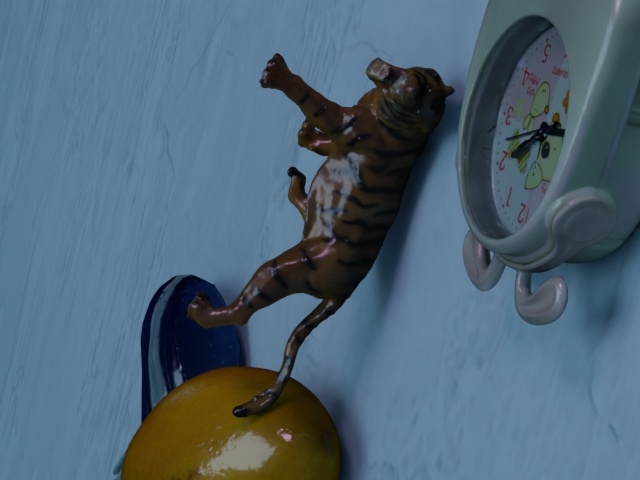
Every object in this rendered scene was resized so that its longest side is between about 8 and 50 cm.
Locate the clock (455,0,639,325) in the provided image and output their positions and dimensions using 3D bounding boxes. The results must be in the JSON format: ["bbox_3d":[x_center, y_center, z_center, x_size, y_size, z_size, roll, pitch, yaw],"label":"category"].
[{"bbox_3d":[0.126,-0.055,1.020,0.151,0.062,0.191,-140,62,-65],"label":"clock"}]

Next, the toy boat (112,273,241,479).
[{"bbox_3d":[-0.134,0.135,1.590,0.291,0.070,0.210,155,125,-68],"label":"toy boat"}]

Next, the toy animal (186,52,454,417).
[{"bbox_3d":[0.004,-0.001,1.261,0.114,0.116,0.255,-4,-67,-67],"label":"toy animal"}]

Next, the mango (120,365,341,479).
[{"bbox_3d":[-0.057,0.159,1.338,0.219,0.112,0.145,-23,60,50],"label":"mango"}]
